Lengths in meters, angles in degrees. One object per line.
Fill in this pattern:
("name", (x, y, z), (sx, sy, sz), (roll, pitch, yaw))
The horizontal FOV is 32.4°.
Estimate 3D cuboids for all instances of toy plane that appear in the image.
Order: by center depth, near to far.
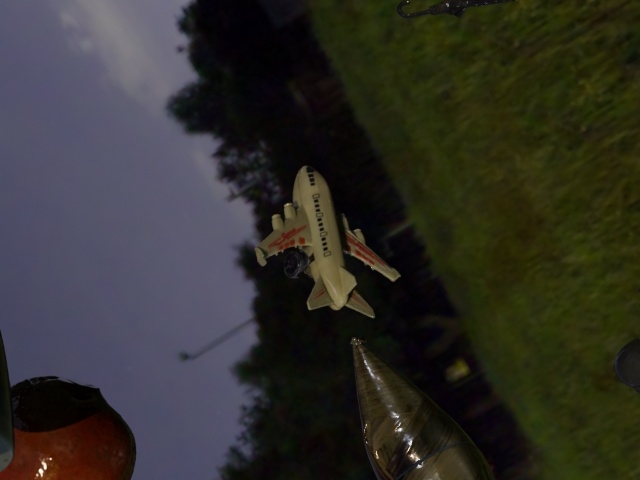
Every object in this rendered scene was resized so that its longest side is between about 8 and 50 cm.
("toy plane", (0.000, 0.000, 1.608), (0.242, 0.104, 0.256), (9, -139, -33))

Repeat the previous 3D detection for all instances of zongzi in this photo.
("zongzi", (0.108, 0.223, 1.251), (0.242, 0.112, 0.221), (60, -174, 12))

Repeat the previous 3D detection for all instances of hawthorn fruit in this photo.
("hawthorn fruit", (-0.465, 0.394, 1.955), (0.295, 0.295, 0.311), (-76, -5, -82))

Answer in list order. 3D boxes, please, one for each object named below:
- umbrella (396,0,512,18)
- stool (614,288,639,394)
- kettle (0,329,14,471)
("umbrella", (0.133, -0.189, 0.865), (0.022, 0.149, 0.022), (61, -148, -52))
("stool", (0.429, 0.112, 1.282), (0.153, 0.228, 0.139), (-2, -104, -52))
("kettle", (-0.538, 0.127, 1.489), (0.319, 0.247, 0.342), (127, 140, -49))
